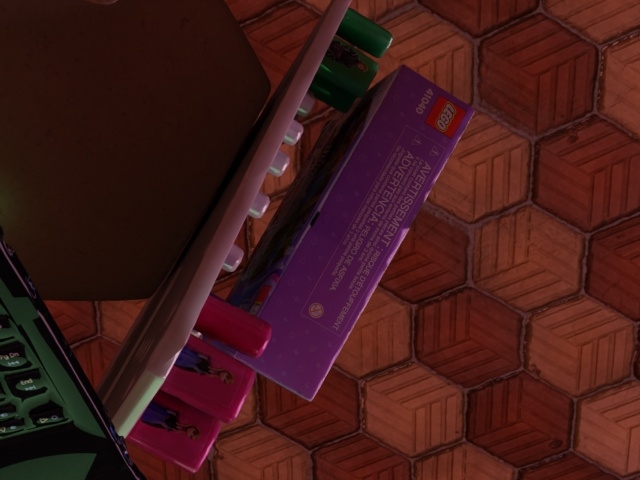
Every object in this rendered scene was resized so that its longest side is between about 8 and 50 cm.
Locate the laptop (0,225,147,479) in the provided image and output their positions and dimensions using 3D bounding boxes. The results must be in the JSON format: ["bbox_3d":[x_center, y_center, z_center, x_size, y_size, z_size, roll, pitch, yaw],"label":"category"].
[{"bbox_3d":[-0.184,0.081,0.338,0.264,0.234,0.137,74,4,-48],"label":"laptop"}]

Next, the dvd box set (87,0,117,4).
[{"bbox_3d":[-0.059,-0.358,0.781,0.420,0.062,0.308,-69,175,-55],"label":"dvd box set"}]

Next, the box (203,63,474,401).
[{"bbox_3d":[0.000,0.000,0.930,0.201,0.057,0.293,-60,-174,-6],"label":"box"}]

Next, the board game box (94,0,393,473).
[{"bbox_3d":[-0.096,0.077,0.835,0.390,0.050,0.390,-55,-172,36],"label":"board game box"}]

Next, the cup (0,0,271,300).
[{"bbox_3d":[-0.174,-0.092,0.901,0.331,0.237,0.331,-59,-173,12],"label":"cup"}]
